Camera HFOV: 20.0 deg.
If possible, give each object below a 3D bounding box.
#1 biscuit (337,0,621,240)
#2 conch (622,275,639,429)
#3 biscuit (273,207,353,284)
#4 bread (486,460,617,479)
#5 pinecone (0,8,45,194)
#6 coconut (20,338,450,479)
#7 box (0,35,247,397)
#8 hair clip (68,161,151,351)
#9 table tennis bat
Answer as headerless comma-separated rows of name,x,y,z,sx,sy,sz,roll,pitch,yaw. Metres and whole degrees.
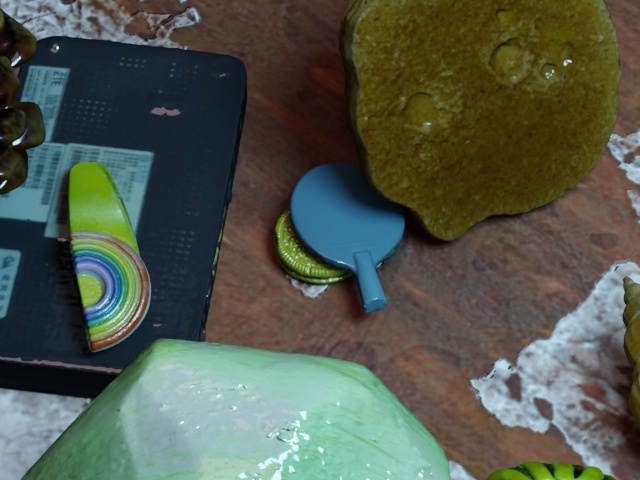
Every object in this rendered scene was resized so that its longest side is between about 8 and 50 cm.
biscuit,0.139,-0.135,1.547,0.257,0.273,0.049,-28,33,-12
conch,0.325,0.172,1.447,0.109,0.093,0.330,-19,77,-34
biscuit,0.000,0.000,1.586,0.084,0.023,0.084,1,56,-1
bread,0.180,0.228,1.407,0.139,0.071,0.130,-3,51,-3
pinecone,-0.440,-0.104,1.449,0.398,0.397,0.397,1,56,-1
coconut,-0.071,0.221,1.287,0.328,0.281,0.328,0,94,0
box,-0.187,-0.026,1.581,0.211,0.058,0.350,5,55,3
hair clip,-0.179,0.005,1.507,0.060,0.033,0.188,-9,56,-11
table tennis bat,0.028,-0.006,1.566,0.100,0.019,0.155,-8,55,-15
